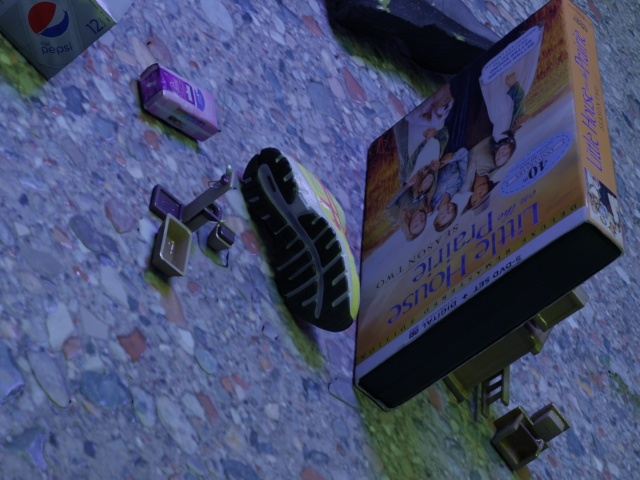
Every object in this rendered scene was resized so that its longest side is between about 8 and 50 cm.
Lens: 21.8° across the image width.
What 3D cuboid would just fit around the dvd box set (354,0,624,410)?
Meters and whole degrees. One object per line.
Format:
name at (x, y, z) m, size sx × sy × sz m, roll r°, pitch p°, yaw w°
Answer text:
dvd box set at (0.167, -0.050, 1.744) m, size 0.062 × 0.307 × 0.420 m, roll 39°, pitch 31°, yaw -23°

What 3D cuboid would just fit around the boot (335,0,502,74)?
boot at (0.151, -0.356, 2.183) m, size 0.338 × 0.118 × 0.222 m, roll 21°, pitch 68°, yaw -50°

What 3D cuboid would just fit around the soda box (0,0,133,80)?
soda box at (-0.217, -0.269, 1.598) m, size 0.091 × 0.098 × 0.286 m, roll 47°, pitch 29°, yaw -16°

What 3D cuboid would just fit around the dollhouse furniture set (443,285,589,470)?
dollhouse furniture set at (0.247, 0.130, 1.801) m, size 0.161 × 0.182 × 0.101 m, roll 53°, pitch 27°, yaw -4°

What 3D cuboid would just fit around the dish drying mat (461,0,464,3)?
dish drying mat at (0.215, -0.339, 2.476) m, size 0.083 × 0.008 × 0.032 m, roll 49°, pitch 28°, yaw -14°

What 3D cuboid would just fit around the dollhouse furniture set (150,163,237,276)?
dollhouse furniture set at (-0.098, -0.011, 1.512) m, size 0.091 × 0.081 × 0.114 m, roll 41°, pitch 30°, yaw -25°

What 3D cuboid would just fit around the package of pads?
package of pads at (-0.139, -0.137, 1.645) m, size 0.083 × 0.032 × 0.050 m, roll 29°, pitch 34°, yaw -41°

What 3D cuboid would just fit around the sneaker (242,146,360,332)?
sneaker at (0.000, 0.000, 1.663) m, size 0.094 × 0.081 × 0.208 m, roll 19°, pitch 43°, yaw -52°
